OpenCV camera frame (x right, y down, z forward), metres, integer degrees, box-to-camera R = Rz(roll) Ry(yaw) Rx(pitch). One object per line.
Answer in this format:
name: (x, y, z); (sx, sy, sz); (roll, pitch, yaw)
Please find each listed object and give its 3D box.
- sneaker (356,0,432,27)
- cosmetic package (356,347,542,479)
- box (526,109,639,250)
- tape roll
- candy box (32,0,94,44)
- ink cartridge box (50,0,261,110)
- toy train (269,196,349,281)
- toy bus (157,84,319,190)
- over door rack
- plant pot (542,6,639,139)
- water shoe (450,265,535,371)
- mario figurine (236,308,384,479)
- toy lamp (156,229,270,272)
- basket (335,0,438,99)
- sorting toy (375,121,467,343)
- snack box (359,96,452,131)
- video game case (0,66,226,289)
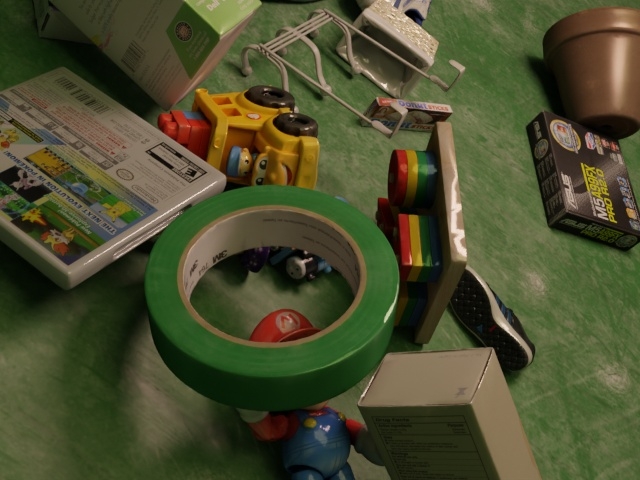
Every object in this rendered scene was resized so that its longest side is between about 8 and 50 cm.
sneaker: (0.181, -0.502, 1.921); (0.296, 0.112, 0.131); (-32, 97, -42)
cosmetic package: (0.184, 0.296, 1.186); (0.113, 0.160, 0.309); (-51, 127, -49)
box: (0.551, -0.125, 1.908); (0.216, 0.060, 0.270); (16, 51, -24)
tape roll: (-0.061, 0.064, 1.175); (0.321, 0.077, 0.321); (1, 46, -1)
candy box: (-0.378, -0.412, 1.479); (0.165, 0.070, 0.196); (0, 60, -34)
ink cartridge box: (-0.283, -0.387, 1.333); (0.353, 0.207, 0.119); (44, 50, -6)
toy train: (0.000, 0.000, 1.434); (0.184, 0.080, 0.105); (-21, 78, -42)
toy bus: (-0.129, -0.140, 1.364); (0.211, 0.149, 0.220); (0, 31, -29)
over door rack: (0.052, -0.287, 1.622); (0.324, 0.108, 0.239); (27, 42, 20)
plant pot: (0.621, -0.349, 2.016); (0.263, 0.263, 0.229); (14, 71, -26)
water shoe: (0.286, 0.130, 1.551); (0.203, 0.073, 0.080); (58, 25, 9)
mario figurine: (-0.003, 0.236, 1.185); (0.198, 0.170, 0.320); (35, 34, -71)
toy lamp: (-0.207, -0.015, 1.302); (0.275, 0.080, 0.080); (12, 53, -26)
basket: (0.133, -0.375, 1.771); (0.167, 0.113, 0.103); (36, 43, -8)
sorting toy: (0.142, -0.010, 1.425); (0.089, 0.257, 0.255); (3, 57, -6)
snack box: (0.162, -0.235, 1.721); (0.178, 0.064, 0.022); (0, 59, -34)
video game case: (-0.344, -0.100, 1.234); (0.329, 0.036, 0.300); (34, 43, 17)
